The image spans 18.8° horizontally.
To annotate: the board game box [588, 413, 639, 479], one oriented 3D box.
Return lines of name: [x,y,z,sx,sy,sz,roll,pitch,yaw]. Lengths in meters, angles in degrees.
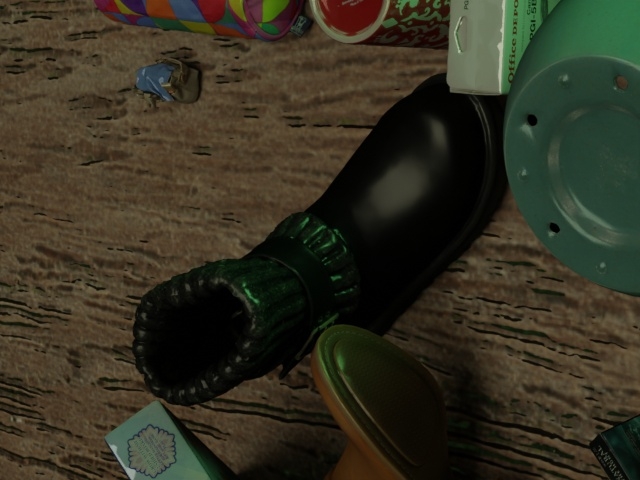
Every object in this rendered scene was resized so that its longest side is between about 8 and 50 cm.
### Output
board game box: [0.317,0.216,1.564,0.186,0.126,0.026,59,148,19]

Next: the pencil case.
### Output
pencil case: [-0.119,-0.252,1.900,0.236,0.104,0.104,12,104,37]

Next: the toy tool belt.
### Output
toy tool belt: [-0.167,-0.162,1.981,0.083,0.051,0.052,6,99,41]

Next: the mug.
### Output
mug: [0.085,-0.232,1.674,0.113,0.169,0.150,48,124,26]

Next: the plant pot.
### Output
plant pot: [0.273,-0.088,1.440,0.293,0.235,0.293,21,126,32]

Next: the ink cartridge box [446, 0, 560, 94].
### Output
ink cartridge box: [0.170,-0.174,1.630,0.056,0.135,0.099,10,103,39]

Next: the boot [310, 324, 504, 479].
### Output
boot: [0.041,0.212,1.769,0.283,0.109,0.220,43,140,-18]

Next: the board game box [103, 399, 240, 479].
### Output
board game box: [-0.055,0.326,1.795,0.066,0.318,0.318,-35,68,-2]

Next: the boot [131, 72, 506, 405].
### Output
boot: [0.002,0.004,1.717,0.131,0.260,0.348,47,123,26]
